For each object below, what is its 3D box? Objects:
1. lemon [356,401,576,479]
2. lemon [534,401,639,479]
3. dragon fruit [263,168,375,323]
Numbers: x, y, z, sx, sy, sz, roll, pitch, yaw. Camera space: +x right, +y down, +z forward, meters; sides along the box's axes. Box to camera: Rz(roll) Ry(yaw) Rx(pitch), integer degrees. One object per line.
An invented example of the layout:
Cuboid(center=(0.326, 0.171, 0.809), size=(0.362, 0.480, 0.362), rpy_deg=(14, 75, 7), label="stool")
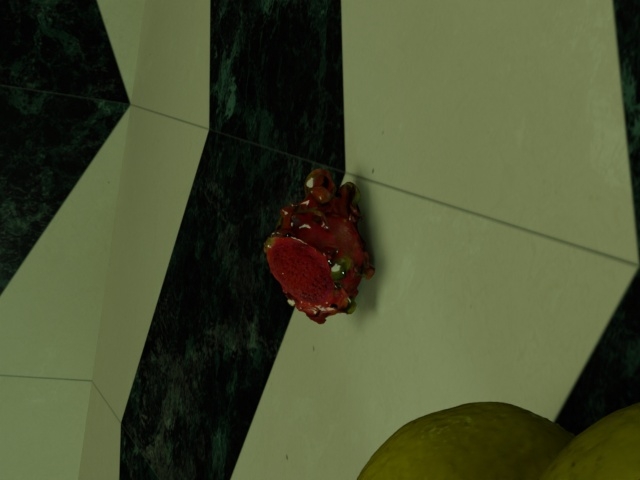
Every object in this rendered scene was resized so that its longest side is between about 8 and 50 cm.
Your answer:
Cuboid(center=(0.143, 0.270, 0.991), size=(0.320, 0.245, 0.245), rpy_deg=(56, 135, 49), label="lemon")
Cuboid(center=(0.219, 0.248, 0.741), size=(0.285, 0.316, 0.285), rpy_deg=(36, 148, 28), label="lemon")
Cuboid(center=(0.000, 0.000, 1.571), size=(0.133, 0.150, 0.208), rpy_deg=(-15, 60, 35), label="dragon fruit")
